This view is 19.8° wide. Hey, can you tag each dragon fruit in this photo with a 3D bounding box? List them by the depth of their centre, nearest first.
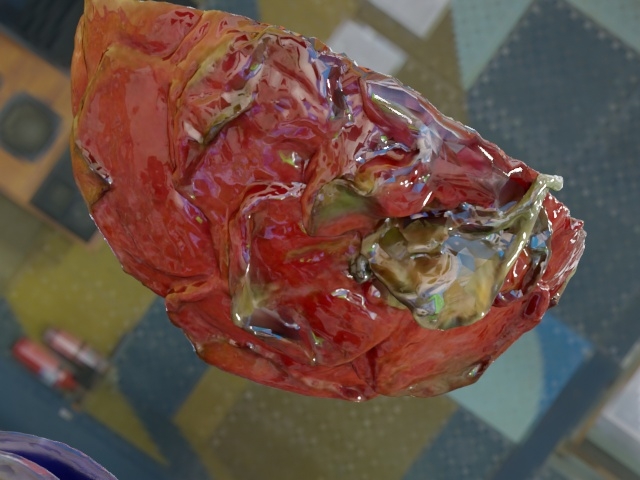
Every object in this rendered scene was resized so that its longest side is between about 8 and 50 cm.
[{"bbox_3d":[0.000,0.000,0.934,0.152,0.317,0.205,-65,-167,-9],"label":"dragon fruit"}]

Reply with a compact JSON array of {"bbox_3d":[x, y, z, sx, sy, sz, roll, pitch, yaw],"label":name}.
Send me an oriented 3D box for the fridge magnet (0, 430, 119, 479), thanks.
[{"bbox_3d":[-0.218,0.230,1.088,0.265,0.265,0.113,-56,157,-26],"label":"fridge magnet"}]
